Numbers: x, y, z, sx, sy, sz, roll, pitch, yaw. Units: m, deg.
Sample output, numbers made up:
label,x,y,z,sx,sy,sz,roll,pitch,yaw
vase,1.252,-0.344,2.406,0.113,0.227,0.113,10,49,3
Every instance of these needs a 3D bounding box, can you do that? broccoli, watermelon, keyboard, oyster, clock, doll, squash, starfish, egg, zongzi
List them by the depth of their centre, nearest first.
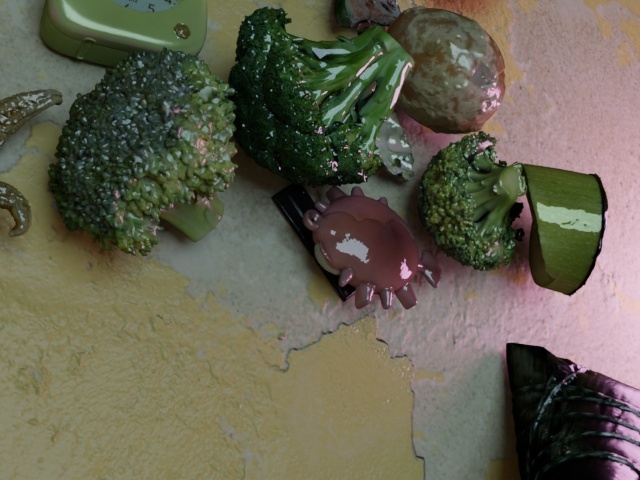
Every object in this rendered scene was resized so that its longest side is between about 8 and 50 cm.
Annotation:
label,x,y,z,sx,sy,sz,roll,pitch,yaw
starfish,-0.506,-0.146,1.299,0.375,0.094,0.327,42,47,-2
broccoli,-0.230,-0.116,1.371,0.288,0.235,0.260,-40,93,3
zongzi,0.404,0.331,1.490,0.319,0.362,0.383,14,64,8
broccoli,-0.006,-0.217,1.492,0.275,0.308,0.308,-40,94,2
clock,-0.287,-0.407,1.517,0.235,0.096,0.308,10,67,-24
doll,0.083,0.010,1.563,0.262,0.093,0.211,17,53,-33
keyboard,0.000,0.000,1.577,0.063,0.010,0.198,-35,91,-36
broccoli,0.255,-0.069,1.649,0.198,0.176,0.226,45,78,-24
oyster,0.079,-0.180,1.658,0.209,0.072,0.133,44,41,-29
squash,0.384,-0.014,1.689,0.133,0.220,0.220,4,68,-5
egg,0.204,-0.285,1.690,0.195,0.195,0.233,-31,77,-34
watermelon,0.079,-0.402,1.740,0.139,0.071,0.187,37,50,-21
